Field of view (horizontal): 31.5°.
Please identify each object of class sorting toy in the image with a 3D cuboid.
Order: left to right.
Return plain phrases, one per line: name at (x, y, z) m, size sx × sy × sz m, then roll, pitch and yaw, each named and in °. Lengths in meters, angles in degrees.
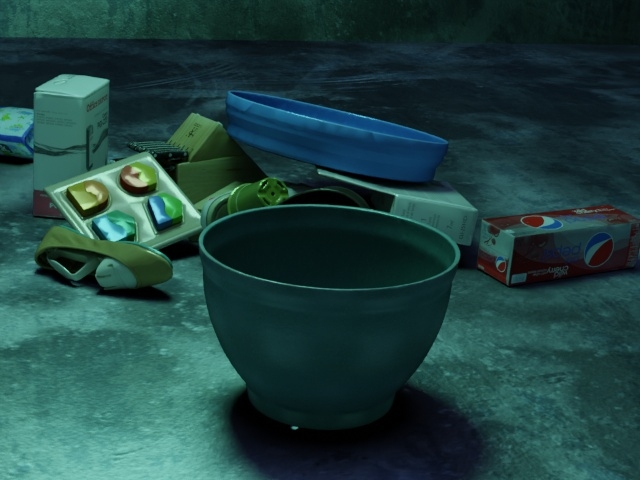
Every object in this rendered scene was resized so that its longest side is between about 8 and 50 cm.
sorting toy at (-0.302, -0.056, 1.782) m, size 0.193 × 0.038 × 0.208 m, roll -25°, pitch 55°, yaw -32°

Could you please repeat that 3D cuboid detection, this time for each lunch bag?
lunch bag at (-0.607, -0.213, 2.254) m, size 0.128 × 0.096 × 0.151 m, roll 8°, pitch 10°, yaw 13°

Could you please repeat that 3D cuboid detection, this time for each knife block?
knife block at (-0.238, -0.089, 2.006) m, size 0.088 × 0.242 × 0.276 m, roll 26°, pitch -16°, yaw 46°

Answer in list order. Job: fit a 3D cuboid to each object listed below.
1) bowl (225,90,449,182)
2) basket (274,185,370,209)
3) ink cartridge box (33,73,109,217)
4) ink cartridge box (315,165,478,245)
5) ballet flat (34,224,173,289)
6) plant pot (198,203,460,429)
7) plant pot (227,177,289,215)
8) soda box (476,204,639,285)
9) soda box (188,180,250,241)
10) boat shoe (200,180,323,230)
bowl at (0.022, -0.178, 1.959) m, size 0.391 × 0.077 × 0.391 m, roll 13°, pitch 9°, yaw -2°
basket at (0.000, 0.000, 1.644) m, size 0.154 × 0.204 × 0.227 m, roll 46°, pitch 14°, yaw 0°
ink cartridge box at (-0.426, -0.163, 1.948) m, size 0.092 × 0.218 × 0.158 m, roll 5°, pitch 19°, yaw 5°
ink cartridge box at (0.109, -0.074, 1.901) m, size 0.261 × 0.066 × 0.296 m, roll 12°, pitch 10°, yaw -5°
ballet flat at (-0.316, 0.038, 1.639) m, size 0.232 × 0.080 × 0.073 m, roll 12°, pitch 49°, yaw 31°
plant pot at (0.004, 0.094, 1.305) m, size 0.293 × 0.196 × 0.293 m, roll 3°, pitch 18°, yaw -1°
plant pot at (-0.085, -0.057, 1.684) m, size 0.083 × 0.083 × 0.079 m, roll -8°, pitch -12°, yaw -29°
soda box at (0.380, 0.005, 1.801) m, size 0.263 × 0.084 × 0.092 m, roll -6°, pitch 22°, yaw -27°
soda box at (-0.154, -0.048, 1.907) m, size 0.061 × 0.058 × 0.181 m, roll 10°, pitch 21°, yaw 19°
boat shoe at (-0.080, -0.038, 1.829) m, size 0.302 × 0.113 × 0.103 m, roll 0°, pitch 15°, yaw -43°
